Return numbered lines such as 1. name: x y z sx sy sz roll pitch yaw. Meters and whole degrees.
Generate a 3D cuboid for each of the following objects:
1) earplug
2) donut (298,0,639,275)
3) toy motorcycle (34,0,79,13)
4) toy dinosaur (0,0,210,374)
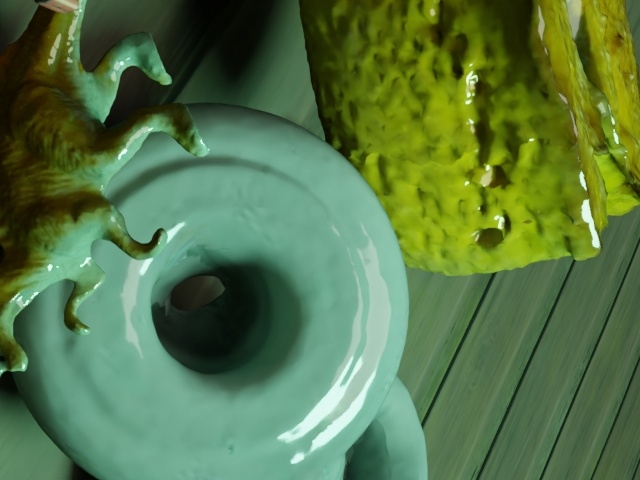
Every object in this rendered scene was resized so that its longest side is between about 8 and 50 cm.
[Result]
1. earplug: -0.050 0.078 0.795 0.214 0.175 0.325 -24 126 -10
2. donut: 0.101 -0.165 0.913 0.435 0.163 0.377 4 79 -72
3. toy motorcycle: -0.188 -0.056 0.565 0.150 0.102 0.221 20 83 -49
4. toy dinosaur: -0.135 -0.051 0.675 0.057 0.142 0.212 98 -31 -79
